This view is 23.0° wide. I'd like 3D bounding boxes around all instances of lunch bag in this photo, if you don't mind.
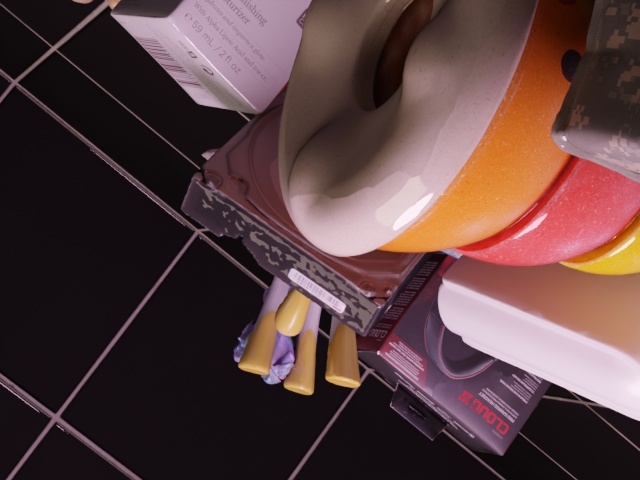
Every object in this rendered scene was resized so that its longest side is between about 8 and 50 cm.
[{"bbox_3d":[0.352,-0.082,1.127,0.287,0.169,0.235,18,179,-38],"label":"lunch bag"}]

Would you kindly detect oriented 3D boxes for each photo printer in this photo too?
[{"bbox_3d":[0.305,0.045,1.546,0.307,0.256,0.107,24,143,47],"label":"photo printer"}]

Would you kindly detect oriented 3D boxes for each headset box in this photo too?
[{"bbox_3d":[0.195,0.112,1.979,0.218,0.293,0.110,41,167,-14],"label":"headset box"}]

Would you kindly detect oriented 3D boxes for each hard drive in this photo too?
[{"bbox_3d":[0.041,-0.075,1.667,0.237,0.339,0.064,35,136,8],"label":"hard drive"}]

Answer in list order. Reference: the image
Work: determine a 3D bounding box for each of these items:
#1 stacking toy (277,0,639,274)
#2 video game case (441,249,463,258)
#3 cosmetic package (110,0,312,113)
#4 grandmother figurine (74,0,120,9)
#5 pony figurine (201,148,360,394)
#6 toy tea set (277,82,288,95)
[{"bbox_3d":[0.234,-0.090,1.339,0.480,0.351,0.350,21,174,-24],"label":"stacking toy"},{"bbox_3d":[0.184,0.004,1.770,0.166,0.015,0.119,26,159,29],"label":"video game case"},{"bbox_3d":[-0.090,-0.254,1.668,0.151,0.184,0.151,45,166,-29],"label":"cosmetic package"},{"bbox_3d":[-0.211,-0.338,1.901,0.207,0.104,0.342,3,180,-29],"label":"grandmother figurine"},{"bbox_3d":[0.000,0.000,1.941,0.302,0.363,0.351,17,167,-14],"label":"pony figurine"},{"bbox_3d":[-0.023,-0.117,2.119,0.336,0.124,0.200,43,166,-26],"label":"toy tea set"}]
